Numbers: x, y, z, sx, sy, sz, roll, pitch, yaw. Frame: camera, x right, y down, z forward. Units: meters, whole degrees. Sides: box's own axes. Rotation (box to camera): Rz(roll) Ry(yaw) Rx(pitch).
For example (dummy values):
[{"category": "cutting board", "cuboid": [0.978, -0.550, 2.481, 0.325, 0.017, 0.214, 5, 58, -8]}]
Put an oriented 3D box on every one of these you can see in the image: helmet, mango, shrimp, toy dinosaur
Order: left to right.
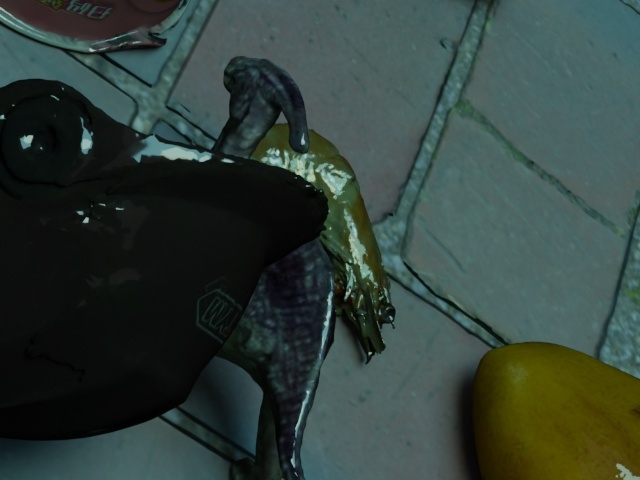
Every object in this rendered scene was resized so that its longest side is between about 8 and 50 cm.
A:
[{"category": "helmet", "cuboid": [-0.159, 0.022, 1.038, 0.225, 0.305, 0.177, 48, 57, -64]}, {"category": "toy dinosaur", "cuboid": [-0.049, 0.030, 1.169, 0.077, 0.162, 0.294, -4, 69, -37]}, {"category": "shrimp", "cuboid": [0.000, 0.000, 1.300, 0.099, 0.041, 0.180, -17, 77, -39]}, {"category": "mango", "cuboid": [0.197, 0.170, 1.293, 0.154, 0.126, 0.252, -35, 79, -22]}]

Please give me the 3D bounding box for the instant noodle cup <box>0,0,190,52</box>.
[{"category": "instant noodle cup", "cuboid": [-0.120, -0.278, 1.225, 0.244, 0.255, 0.244, 16, 61, -29]}]
